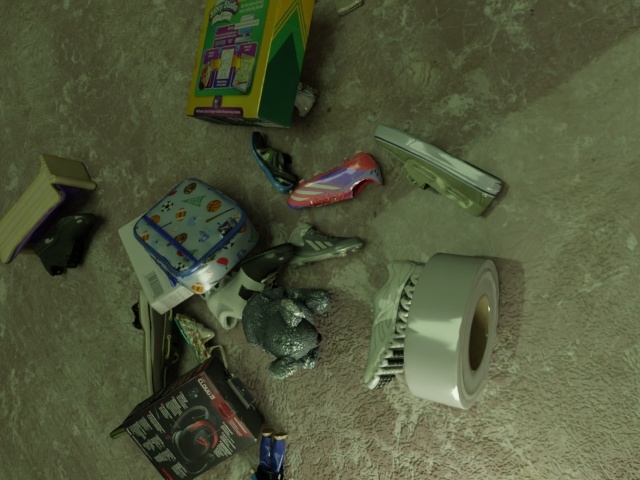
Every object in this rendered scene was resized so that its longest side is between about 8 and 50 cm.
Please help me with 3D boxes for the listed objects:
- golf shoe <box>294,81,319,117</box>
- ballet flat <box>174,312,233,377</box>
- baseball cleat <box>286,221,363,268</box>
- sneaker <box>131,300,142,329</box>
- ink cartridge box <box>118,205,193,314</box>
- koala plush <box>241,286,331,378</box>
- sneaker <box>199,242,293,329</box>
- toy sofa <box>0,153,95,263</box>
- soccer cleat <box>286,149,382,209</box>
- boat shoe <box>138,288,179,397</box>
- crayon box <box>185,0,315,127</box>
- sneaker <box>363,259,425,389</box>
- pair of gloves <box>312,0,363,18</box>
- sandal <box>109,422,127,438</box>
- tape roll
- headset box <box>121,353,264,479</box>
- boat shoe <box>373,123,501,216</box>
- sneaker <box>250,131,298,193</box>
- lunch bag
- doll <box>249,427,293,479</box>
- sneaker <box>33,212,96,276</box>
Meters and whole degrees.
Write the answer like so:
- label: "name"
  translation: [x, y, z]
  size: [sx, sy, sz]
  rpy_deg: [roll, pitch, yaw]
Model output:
- label: "golf shoe"
  translation: [-0.091, -0.369, 1.447]
  size: [0.176, 0.069, 0.086]
  rpy_deg: [33, 110, 28]
- label: "ballet flat"
  translation: [-0.302, 0.286, 1.537]
  size: [0.077, 0.091, 0.241]
  rpy_deg: [-30, 76, -7]
- label: "baseball cleat"
  translation: [0.000, 0.000, 1.373]
  size: [0.205, 0.072, 0.110]
  rpy_deg: [-17, 80, 27]
- label: "sneaker"
  translation: [-0.491, 0.178, 1.638]
  size: [0.063, 0.074, 0.171]
  rpy_deg: [14, 94, 29]
- label: "ink cartridge box"
  translation: [-0.379, 0.010, 1.553]
  size: [0.261, 0.066, 0.296]
  rpy_deg: [-34, 55, -3]
- label: "koala plush"
  translation: [-0.076, 0.203, 1.284]
  size: [0.203, 0.221, 0.196]
  rpy_deg: [11, 96, -8]
- label: "sneaker"
  translation: [-0.159, 0.119, 1.432]
  size: [0.330, 0.122, 0.146]
  rpy_deg: [-35, 80, 39]
- label: "toy sofa"
  translation: [-0.874, -0.085, 1.823]
  size: [0.362, 0.150, 0.177]
  rpy_deg: [-42, 67, 21]
- label: "soccer cleat"
  translation: [0.029, -0.121, 1.361]
  size: [0.248, 0.083, 0.095]
  rpy_deg: [-28, 79, 23]
- label: "boat shoe"
  translation: [-0.435, 0.287, 1.579]
  size: [0.116, 0.096, 0.325]
  rpy_deg: [-175, 81, -68]
- label: "crayon box"
  translation: [-0.180, -0.444, 1.413]
  size: [0.363, 0.106, 0.313]
  rpy_deg: [17, 95, 50]
- label: "sneaker"
  translation: [0.155, 0.181, 1.267]
  size: [0.118, 0.110, 0.292]
  rpy_deg: [23, 91, 36]
- label: "pair of gloves"
  translation: [-0.011, -0.643, 1.427]
  size: [0.240, 0.042, 0.204]
  rpy_deg: [-6, 85, 28]
- label: "sandal"
  translation: [-0.457, 0.517, 1.586]
  size: [0.302, 0.120, 0.086]
  rpy_deg: [-17, 93, 27]
- label: "tape roll"
  translation: [0.256, 0.168, 1.100]
  size: [0.100, 0.286, 0.286]
  rpy_deg: [7, 91, 29]
- label: "headset box"
  translation: [-0.298, 0.441, 1.431]
  size: [0.293, 0.110, 0.218]
  rpy_deg: [-34, 97, 11]
- label: "boat shoe"
  translation: [0.231, -0.154, 1.232]
  size: [0.302, 0.109, 0.094]
  rpy_deg: [32, 105, 24]
- label: "sneaker"
  translation: [-0.117, -0.202, 1.462]
  size: [0.078, 0.067, 0.188]
  rpy_deg: [-35, 69, 1]
- label: "lunch bag"
  translation: [-0.309, -0.013, 1.416]
  size: [0.243, 0.115, 0.303]
  rpy_deg: [-43, 47, -16]
- label: "doll"
  translation: [-0.118, 0.569, 1.427]
  size: [0.129, 0.046, 0.189]
  rpy_deg: [5, 90, 30]
- label: "sneaker"
  translation: [-0.774, 0.013, 1.802]
  size: [0.286, 0.109, 0.130]
  rpy_deg: [-35, 78, 33]
